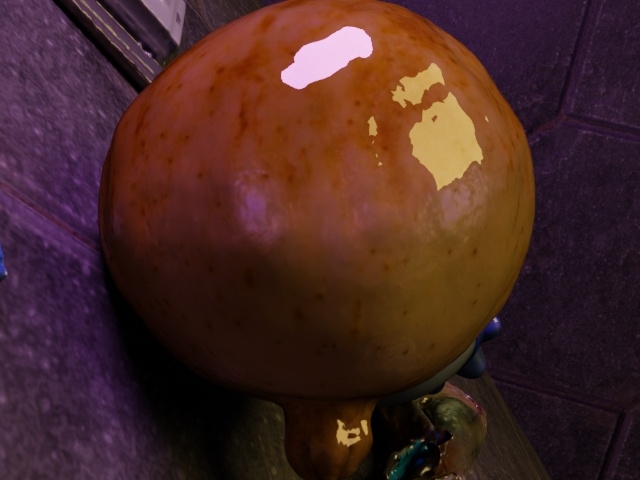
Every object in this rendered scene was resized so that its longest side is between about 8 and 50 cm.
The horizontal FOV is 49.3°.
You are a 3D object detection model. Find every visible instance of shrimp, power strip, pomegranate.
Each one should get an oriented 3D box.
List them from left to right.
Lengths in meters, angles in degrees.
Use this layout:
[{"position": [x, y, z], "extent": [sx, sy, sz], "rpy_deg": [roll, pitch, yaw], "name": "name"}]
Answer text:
[{"position": [-0.256, -0.333, 0.942], "extent": [0.251, 0.092, 0.257], "rpy_deg": [53, 18, -38], "name": "power strip"}, {"position": [0.000, 0.000, 0.617], "extent": [0.410, 0.410, 0.410], "rpy_deg": [54, 14, -20], "name": "pomegranate"}, {"position": [0.142, 0.264, 1.026], "extent": [0.221, 0.110, 0.445], "rpy_deg": [32, 12, 9], "name": "shrimp"}]

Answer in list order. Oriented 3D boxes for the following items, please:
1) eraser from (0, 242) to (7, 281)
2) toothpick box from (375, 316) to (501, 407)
[{"position": [-0.239, -0.006, 0.427], "extent": [0.084, 0.027, 0.063], "rpy_deg": [34, 27, -61], "name": "eraser"}, {"position": [0.082, 0.064, 0.950], "extent": [0.355, 0.262, 0.263], "rpy_deg": [58, 13, -11], "name": "toothpick box"}]
